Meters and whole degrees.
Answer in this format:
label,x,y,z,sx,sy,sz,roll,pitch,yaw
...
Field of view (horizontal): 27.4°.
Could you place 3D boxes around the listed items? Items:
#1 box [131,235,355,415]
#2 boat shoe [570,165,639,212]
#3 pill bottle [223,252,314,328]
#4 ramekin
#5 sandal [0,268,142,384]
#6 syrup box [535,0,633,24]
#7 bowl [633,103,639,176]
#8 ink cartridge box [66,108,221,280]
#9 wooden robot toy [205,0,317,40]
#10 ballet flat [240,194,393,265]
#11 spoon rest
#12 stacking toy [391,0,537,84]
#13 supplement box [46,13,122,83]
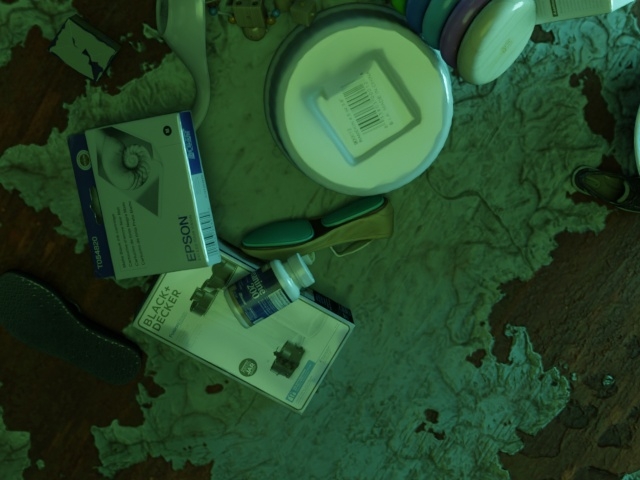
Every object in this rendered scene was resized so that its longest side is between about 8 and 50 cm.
label,x,y,z,sx,sy,sz,roll,pitch,yaw
box,-0.115,0.116,1.950,0.290,0.087,0.169,30,99,-9
boat shoe,0.449,-0.071,1.953,0.152,0.049,0.056,12,102,-6
pill bottle,-0.072,0.069,1.862,0.120,0.067,0.067,-31,103,3
ramekin,0.058,-0.195,1.862,0.277,0.135,0.277,-1,103,-3
sandal,-0.383,0.132,1.965,0.254,0.054,0.097,38,106,-20
syrup box,0.301,-0.349,1.795,0.237,0.093,0.096,-2,109,37
bowl,0.581,-0.162,1.881,0.311,0.163,0.311,-1,102,-3
ink cartridge box,-0.263,-0.059,1.859,0.224,0.045,0.223,-9,95,28
wooden robot toy,-0.086,-0.322,1.869,0.173,0.076,0.079,5,142,13
ballet flat,0.000,0.000,1.937,0.232,0.080,0.073,-16,118,2
spoon rest,-0.192,-0.262,1.851,0.084,0.137,0.276,0,119,-22
stacking toy,0.129,-0.353,1.782,0.330,0.141,0.141,40,100,23
supplement box,-0.332,-0.271,1.850,0.083,0.083,0.056,35,99,-10
